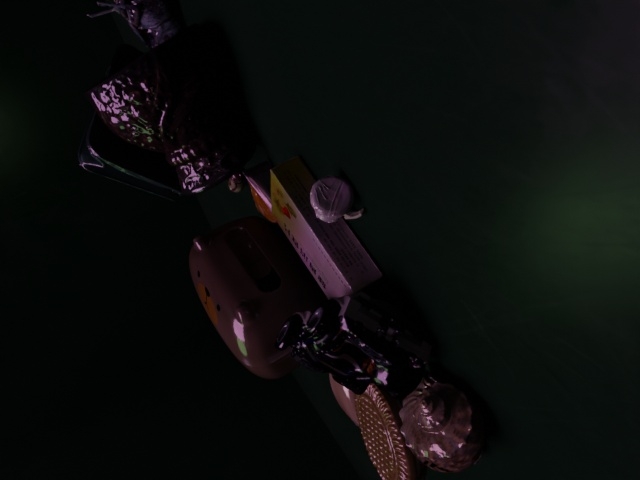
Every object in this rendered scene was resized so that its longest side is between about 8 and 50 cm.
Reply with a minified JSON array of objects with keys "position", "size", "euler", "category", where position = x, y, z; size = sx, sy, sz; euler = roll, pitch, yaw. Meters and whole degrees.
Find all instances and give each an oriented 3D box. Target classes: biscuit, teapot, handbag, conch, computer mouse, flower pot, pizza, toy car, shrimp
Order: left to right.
[{"position":[-0.405,-0.534,0.889],"size":[0.137,0.172,0.372],"euler":[9,152,28],"category":"shrimp"},{"position":[-0.401,-0.271,1.006],"size":[0.089,0.239,0.326],"euler":[-24,53,42],"category":"handbag"},{"position":[-0.282,-0.251,0.883],"size":[0.267,0.267,0.267],"euler":[33,158,57],"category":"flower pot"},{"position":[-0.127,-0.100,1.023],"size":[0.130,0.041,0.178],"euler":[58,164,-2],"category":"pizza"},{"position":[0.024,-0.054,0.641],"size":[0.083,0.064,0.064],"euler":[27,167,3],"category":"teapot"},{"position":[0.036,0.173,0.731],"size":[0.193,0.118,0.301],"euler":[31,155,-11],"category":"toy car"},{"position":[0.091,0.437,1.202],"size":[0.145,0.082,0.236],"euler":[26,141,61],"category":"computer mouse"},{"position":[0.144,0.402,0.918],"size":[0.259,0.079,0.258],"euler":[167,90,-74],"category":"biscuit"},{"position":[0.193,0.276,0.660],"size":[0.207,0.130,0.155],"euler":[46,-150,-37],"category":"conch"}]

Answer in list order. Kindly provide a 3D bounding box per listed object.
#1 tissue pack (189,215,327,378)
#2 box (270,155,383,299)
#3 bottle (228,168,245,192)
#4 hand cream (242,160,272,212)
[{"position":[-0.154,0.121,1.070],"size":[0.387,0.268,0.276],"euler":[50,159,34],"category":"tissue pack"},{"position":[-0.001,-0.001,0.781],"size":[0.260,0.062,0.175],"euler":[55,163,16],"category":"box"},{"position":[-0.235,-0.174,1.209],"size":[0.101,0.047,0.063],"euler":[130,120,-71],"category":"bottle"},{"position":[-0.084,-0.071,0.915],"size":[0.209,0.067,0.043],"euler":[58,149,0],"category":"hand cream"}]
